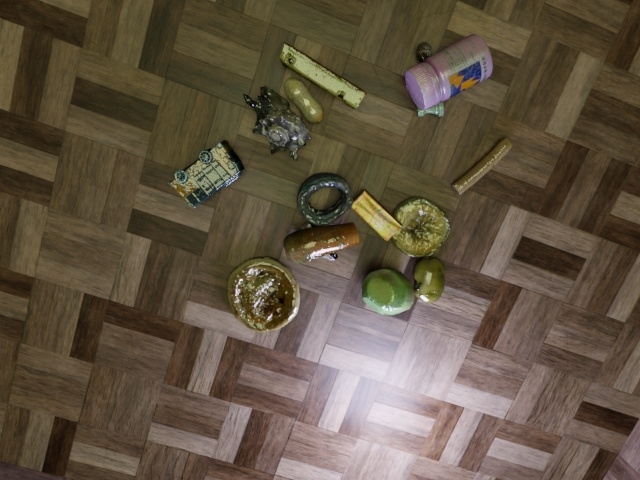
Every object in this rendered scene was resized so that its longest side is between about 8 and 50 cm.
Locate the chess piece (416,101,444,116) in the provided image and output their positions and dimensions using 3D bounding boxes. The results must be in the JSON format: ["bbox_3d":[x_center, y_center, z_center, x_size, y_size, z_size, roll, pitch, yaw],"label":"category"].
[{"bbox_3d":[0.450,-0.536,1.687,0.103,0.067,0.067,-7,104,8],"label":"chess piece"}]

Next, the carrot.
[{"bbox_3d":[0.000,0.000,1.674,0.301,0.139,0.139,-18,103,-3],"label":"carrot"}]

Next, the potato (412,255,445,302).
[{"bbox_3d":[0.477,0.170,1.806,0.137,0.154,0.200,0,104,14],"label":"potato"}]

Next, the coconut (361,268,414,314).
[{"bbox_3d":[0.292,0.222,1.791,0.236,0.236,0.205,-9,76,0],"label":"coconut"}]

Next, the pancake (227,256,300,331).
[{"bbox_3d":[-0.256,0.245,1.845,0.356,0.065,0.356,0,101,1],"label":"pancake"}]

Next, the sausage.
[{"bbox_3d":[0.689,-0.315,1.747,0.301,0.066,0.066,-43,101,10],"label":"sausage"}]

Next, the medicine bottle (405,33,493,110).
[{"bbox_3d":[0.494,-0.649,1.599,0.290,0.178,0.178,-28,103,4],"label":"medicine bottle"}]

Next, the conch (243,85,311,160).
[{"bbox_3d":[-0.167,-0.458,1.596,0.186,0.240,0.313,-31,90,-8],"label":"conch"}]

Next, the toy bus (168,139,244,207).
[{"bbox_3d":[-0.455,-0.272,1.678,0.275,0.138,0.167,-37,103,8],"label":"toy bus"}]

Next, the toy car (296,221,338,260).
[{"bbox_3d":[-0.016,0.018,1.786,0.108,0.089,0.210,-39,100,6],"label":"toy car"}]

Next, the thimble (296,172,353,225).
[{"bbox_3d":[0.018,-0.170,1.702,0.236,0.172,0.205,-10,107,-1],"label":"thimble"}]

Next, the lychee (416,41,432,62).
[{"bbox_3d":[0.411,-0.744,1.630,0.068,0.067,0.083,13,84,-23],"label":"lychee"}]

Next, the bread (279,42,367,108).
[{"bbox_3d":[0.007,-0.636,1.606,0.361,0.138,0.077,29,103,-8],"label":"bread"}]

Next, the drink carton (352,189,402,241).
[{"bbox_3d":[0.236,-0.106,1.749,0.223,0.071,0.096,43,103,1],"label":"drink carton"}]

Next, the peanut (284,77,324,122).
[{"bbox_3d":[-0.065,-0.560,1.648,0.087,0.087,0.207,-39,102,7],"label":"peanut"}]

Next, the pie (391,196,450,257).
[{"bbox_3d":[0.434,-0.056,1.801,0.274,0.055,0.274,0,103,-1],"label":"pie"}]
